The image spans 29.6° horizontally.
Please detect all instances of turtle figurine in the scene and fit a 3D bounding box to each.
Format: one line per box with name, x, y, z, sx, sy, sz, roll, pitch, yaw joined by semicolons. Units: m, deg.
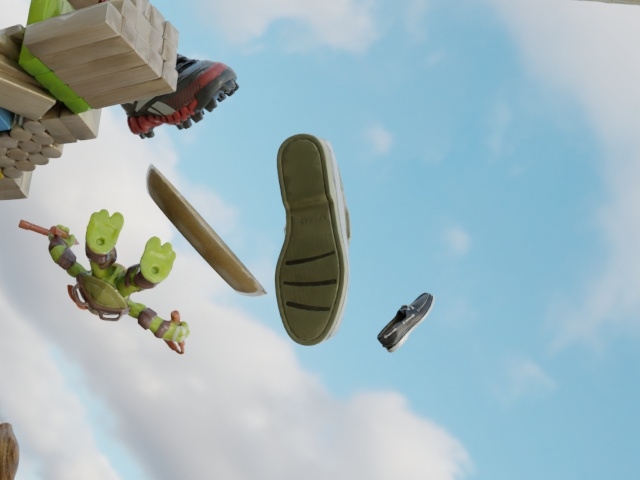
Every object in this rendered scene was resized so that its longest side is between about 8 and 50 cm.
turtle figurine;-0.265;0.042;1.472;0.269;0.087;0.217;41;-30;1

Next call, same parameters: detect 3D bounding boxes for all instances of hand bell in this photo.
hand bell;-0.420;0.343;1.605;0.126;0.126;0.242;82;-5;-45

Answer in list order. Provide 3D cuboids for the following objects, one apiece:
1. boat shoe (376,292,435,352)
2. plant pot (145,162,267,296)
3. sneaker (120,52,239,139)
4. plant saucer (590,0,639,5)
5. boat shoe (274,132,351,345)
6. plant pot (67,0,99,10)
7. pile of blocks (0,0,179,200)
boat shoe;0.141;0.129;2.016;0.038;0.125;0.046;46;-14;-18
plant pot;-0.160;-0.006;1.631;0.236;0.032;0.236;48;-3;3
sneaker;-0.224;-0.231;1.758;0.276;0.098;0.135;-5;-59;55
plant saucer;0.370;-0.375;1.112;0.333;0.081;0.332;8;-74;14
boat shoe;0.000;0.000;1.750;0.113;0.103;0.302;0;-93;21
plant pot;-0.269;-0.322;1.243;0.110;0.237;0.237;-32;-87;44
pile of blocks;-0.270;-0.154;1.123;0.149;0.112;0.362;24;-35;-34
